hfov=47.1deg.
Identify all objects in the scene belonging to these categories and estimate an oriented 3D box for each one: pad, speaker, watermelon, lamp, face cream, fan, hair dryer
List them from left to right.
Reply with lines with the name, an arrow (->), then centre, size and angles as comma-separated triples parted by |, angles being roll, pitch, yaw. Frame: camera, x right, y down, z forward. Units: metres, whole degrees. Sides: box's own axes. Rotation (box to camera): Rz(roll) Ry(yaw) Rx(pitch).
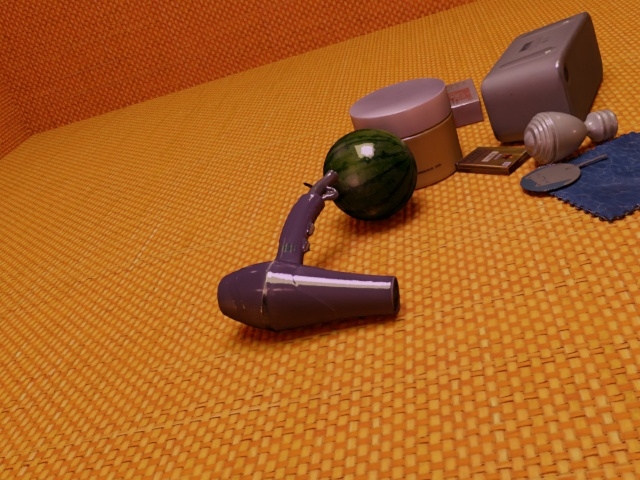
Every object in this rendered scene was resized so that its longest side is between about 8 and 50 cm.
hair dryer -> 0.000, 0.000, 1.290 | 0.301, 0.121, 0.361 | -2, 48, 17
watermelon -> 0.090, -0.127, 1.486 | 0.214, 0.188, 0.188 | -28, 19, 28
face cream -> 0.192, -0.235, 1.628 | 0.218, 0.179, 0.218 | -16, 25, 8
speaker -> 0.517, -0.377, 1.692 | 0.184, 0.183, 0.406 | -9, 26, 34
fan -> 0.466, -0.132, 1.400 | 0.175, 0.005, 0.113 | -21, 24, -1
lamp -> 0.499, -0.216, 1.471 | 0.193, 0.106, 0.106 | -15, 24, -8
pad -> 0.554, -0.126, 1.346 | 0.269, 0.012, 0.269 | -25, 26, -10

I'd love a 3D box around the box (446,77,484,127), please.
box -> 0.341, -0.350, 1.897 | 0.141, 0.058, 0.201 | -13, 27, 13

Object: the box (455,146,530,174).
box -> 0.366, -0.171, 1.560 | 0.133, 0.023, 0.090 | 9, 39, 46
